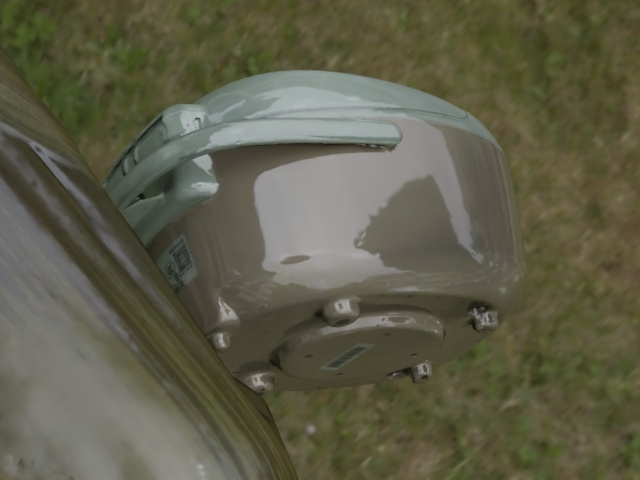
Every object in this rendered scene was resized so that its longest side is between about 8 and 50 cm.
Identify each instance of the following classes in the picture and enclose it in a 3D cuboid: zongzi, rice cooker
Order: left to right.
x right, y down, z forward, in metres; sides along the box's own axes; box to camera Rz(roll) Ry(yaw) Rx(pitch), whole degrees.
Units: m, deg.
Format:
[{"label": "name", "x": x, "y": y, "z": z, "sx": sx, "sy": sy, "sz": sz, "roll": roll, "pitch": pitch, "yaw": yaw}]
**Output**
[{"label": "zongzi", "x": -0.087, "y": -0.018, "z": 0.481, "sx": 0.221, "sy": 0.112, "sz": 0.242, "roll": 18, "pitch": 93, "yaw": 28}, {"label": "rice cooker", "x": 0.000, "y": 0.000, "z": 0.831, "sx": 0.206, "sy": 0.145, "sz": 0.127, "roll": -2, "pitch": 62, "yaw": -36}]
